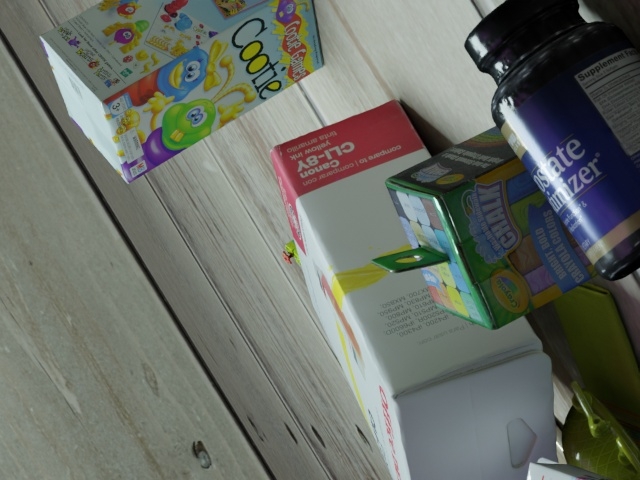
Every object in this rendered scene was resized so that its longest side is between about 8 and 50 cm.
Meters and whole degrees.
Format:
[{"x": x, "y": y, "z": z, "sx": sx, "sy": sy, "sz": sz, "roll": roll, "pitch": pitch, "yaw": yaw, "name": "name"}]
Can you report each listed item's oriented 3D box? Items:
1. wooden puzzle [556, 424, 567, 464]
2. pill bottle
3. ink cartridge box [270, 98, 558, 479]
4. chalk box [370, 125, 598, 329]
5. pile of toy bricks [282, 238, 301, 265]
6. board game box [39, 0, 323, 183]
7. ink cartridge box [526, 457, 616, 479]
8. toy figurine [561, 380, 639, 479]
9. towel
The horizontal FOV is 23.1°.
[{"x": 0.312, "y": 0.380, "z": 1.882, "sx": 0.348, "sy": 0.080, "sz": 0.322, "roll": 48, "pitch": 162, "yaw": 30, "name": "wooden puzzle"}, {"x": 0.209, "y": -0.089, "z": 1.209, "sx": 0.219, "sy": 0.123, "sz": 0.123, "roll": 56, "pitch": 165, "yaw": 11, "name": "pill bottle"}, {"x": 0.098, "y": 0.086, "z": 1.659, "sx": 0.279, "sy": 0.160, "sz": 0.384, "roll": 76, "pitch": 171, "yaw": -46, "name": "ink cartridge box"}, {"x": 0.149, "y": -0.012, "z": 1.345, "sx": 0.132, "sy": 0.213, "sz": 0.132, "roll": 66, "pitch": 168, "yaw": -15, "name": "chalk box"}, {"x": 0.000, "y": 0.000, "z": 2.056, "sx": 0.212, "sy": 0.105, "sz": 0.118, "roll": 41, "pitch": 158, "yaw": 46, "name": "pile of toy bricks"}, {"x": -0.154, "y": -0.216, "z": 1.792, "sx": 0.144, "sy": 0.275, "sz": 0.142, "roll": 47, "pitch": 161, "yaw": 34, "name": "board game box"}, {"x": 0.236, "y": 0.264, "z": 1.413, "sx": 0.181, "sy": 0.061, "sz": 0.104, "roll": 13, "pitch": 91, "yaw": 50, "name": "ink cartridge box"}, {"x": 0.282, "y": 0.338, "z": 1.495, "sx": 0.362, "sy": 0.217, "sz": 0.191, "roll": 51, "pitch": -172, "yaw": 21, "name": "toy figurine"}, {"x": 0.298, "y": 0.139, "z": 1.579, "sx": 0.102, "sy": 0.021, "sz": 0.237, "roll": 18, "pitch": 138, "yaw": 58, "name": "towel"}]
